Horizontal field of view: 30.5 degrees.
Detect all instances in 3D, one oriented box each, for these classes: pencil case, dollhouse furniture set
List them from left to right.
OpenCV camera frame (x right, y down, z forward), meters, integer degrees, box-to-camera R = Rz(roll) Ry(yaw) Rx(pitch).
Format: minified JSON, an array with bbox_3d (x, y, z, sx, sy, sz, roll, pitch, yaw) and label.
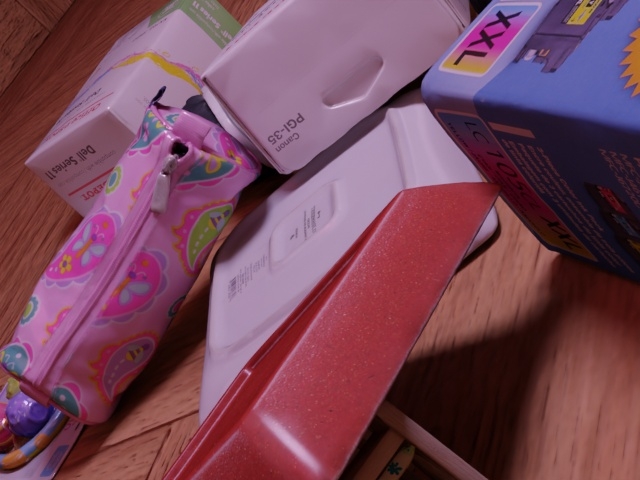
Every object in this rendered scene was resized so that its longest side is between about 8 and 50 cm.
[{"bbox_3d":[-0.165,0.016,1.016,0.284,0.124,0.124,-57,21,8],"label":"pencil case"},{"bbox_3d":[0.005,0.186,0.581,0.182,0.101,0.161,-52,-2,-13],"label":"dollhouse furniture set"}]

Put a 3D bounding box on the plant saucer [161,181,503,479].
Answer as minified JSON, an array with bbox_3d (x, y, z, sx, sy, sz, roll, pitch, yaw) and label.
[{"bbox_3d":[-0.025,0.093,0.647,0.258,0.048,0.259,-49,2,42],"label":"plant saucer"}]

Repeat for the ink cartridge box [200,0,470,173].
[{"bbox_3d":[0.025,-0.201,1.075,0.207,0.117,0.283,-37,13,19],"label":"ink cartridge box"}]

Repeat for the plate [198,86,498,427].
[{"bbox_3d":[0.000,0.000,0.927,0.278,0.045,0.277,-39,23,17],"label":"plate"}]

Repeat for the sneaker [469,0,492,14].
[{"bbox_3d":[0.209,-0.257,0.961,0.209,0.069,0.082,-25,34,44],"label":"sneaker"}]

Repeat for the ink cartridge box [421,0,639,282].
[{"bbox_3d":[0.250,-0.097,0.521,0.270,0.151,0.395,-48,24,-5],"label":"ink cartridge box"}]

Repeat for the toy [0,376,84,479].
[{"bbox_3d":[-0.302,0.170,1.151,0.237,0.056,0.137,-18,36,49],"label":"toy"}]

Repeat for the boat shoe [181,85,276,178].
[{"bbox_3d":[-0.106,-0.095,1.204,0.091,0.114,0.302,-44,10,2],"label":"boat shoe"}]

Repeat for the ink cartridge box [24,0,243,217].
[{"bbox_3d":[-0.251,-0.164,1.551,0.207,0.119,0.353,-24,30,42],"label":"ink cartridge box"}]
